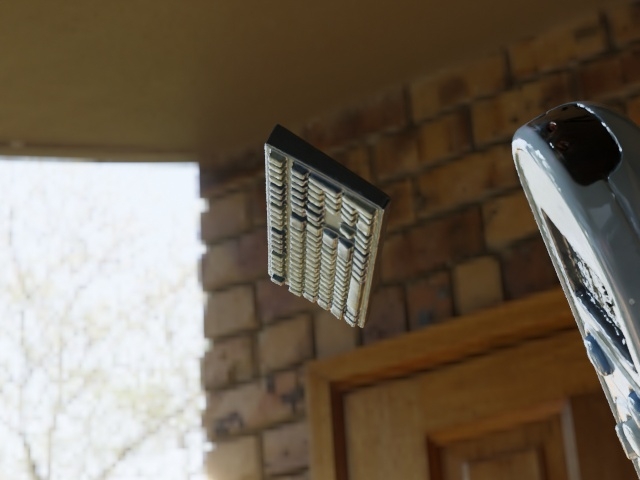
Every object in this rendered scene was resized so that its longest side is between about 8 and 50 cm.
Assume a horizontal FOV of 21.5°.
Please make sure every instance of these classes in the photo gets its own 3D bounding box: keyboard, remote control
[{"bbox_3d":[0.001,-0.001,0.728,0.055,0.014,0.176,31,-16,8],"label":"keyboard"},{"bbox_3d":[0.128,0.050,0.611,0.047,0.087,0.244,-26,-54,1],"label":"remote control"}]
